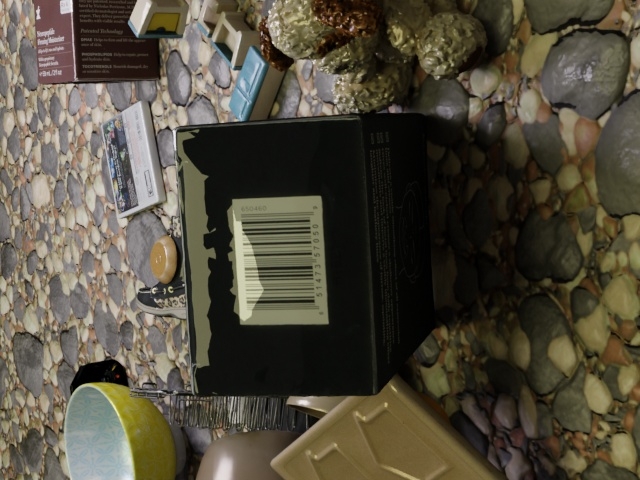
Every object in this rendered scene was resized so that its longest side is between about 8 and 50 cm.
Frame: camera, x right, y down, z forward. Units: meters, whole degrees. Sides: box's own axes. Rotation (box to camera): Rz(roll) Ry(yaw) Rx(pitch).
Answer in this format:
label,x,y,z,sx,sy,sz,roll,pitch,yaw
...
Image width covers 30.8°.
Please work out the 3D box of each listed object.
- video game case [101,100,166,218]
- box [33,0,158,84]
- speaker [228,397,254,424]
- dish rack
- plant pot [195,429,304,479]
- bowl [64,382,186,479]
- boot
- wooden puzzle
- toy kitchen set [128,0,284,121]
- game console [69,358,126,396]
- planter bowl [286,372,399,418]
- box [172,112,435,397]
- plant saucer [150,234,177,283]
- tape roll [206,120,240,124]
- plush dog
label,x,y,z,sx,sy,sz,roll,pitch,yaw
video game case,-0.352,-0.149,2.182,0.173,0.022,0.190,-17,83,53
box,-0.405,-0.383,2.088,0.168,0.167,0.203,6,101,53
speaker,-0.129,0.230,1.914,0.055,0.055,0.136,3,98,54
dish rack,-0.147,0.257,1.762,0.208,0.272,0.074,-13,71,60
plant pot,-0.077,0.435,1.672,0.323,0.323,0.280,-40,44,49
bowl,-0.344,0.392,2.149,0.289,0.156,0.289,14,107,52
boot,-0.245,0.044,2.023,0.236,0.085,0.178,5,96,54
wooden puzzle,0.131,0.321,1.470,0.322,0.080,0.348,44,141,1
toy kitchen set,-0.184,-0.282,1.804,0.207,0.166,0.122,53,134,35
game console,-0.434,0.427,2.378,0.213,0.044,0.361,-18,81,55
planter bowl,0.046,0.199,1.603,0.162,0.162,0.109,2,71,54
box,0.000,0.000,1.380,0.212,0.395,0.293,-2,95,15
plant saucer,-0.269,0.032,1.973,0.083,0.015,0.083,-5,84,55
tape roll,-0.128,0.018,1.715,0.392,0.072,0.391,173,90,-83
plush dog,0.044,-0.276,1.443,0.262,0.225,0.210,-17,82,54
